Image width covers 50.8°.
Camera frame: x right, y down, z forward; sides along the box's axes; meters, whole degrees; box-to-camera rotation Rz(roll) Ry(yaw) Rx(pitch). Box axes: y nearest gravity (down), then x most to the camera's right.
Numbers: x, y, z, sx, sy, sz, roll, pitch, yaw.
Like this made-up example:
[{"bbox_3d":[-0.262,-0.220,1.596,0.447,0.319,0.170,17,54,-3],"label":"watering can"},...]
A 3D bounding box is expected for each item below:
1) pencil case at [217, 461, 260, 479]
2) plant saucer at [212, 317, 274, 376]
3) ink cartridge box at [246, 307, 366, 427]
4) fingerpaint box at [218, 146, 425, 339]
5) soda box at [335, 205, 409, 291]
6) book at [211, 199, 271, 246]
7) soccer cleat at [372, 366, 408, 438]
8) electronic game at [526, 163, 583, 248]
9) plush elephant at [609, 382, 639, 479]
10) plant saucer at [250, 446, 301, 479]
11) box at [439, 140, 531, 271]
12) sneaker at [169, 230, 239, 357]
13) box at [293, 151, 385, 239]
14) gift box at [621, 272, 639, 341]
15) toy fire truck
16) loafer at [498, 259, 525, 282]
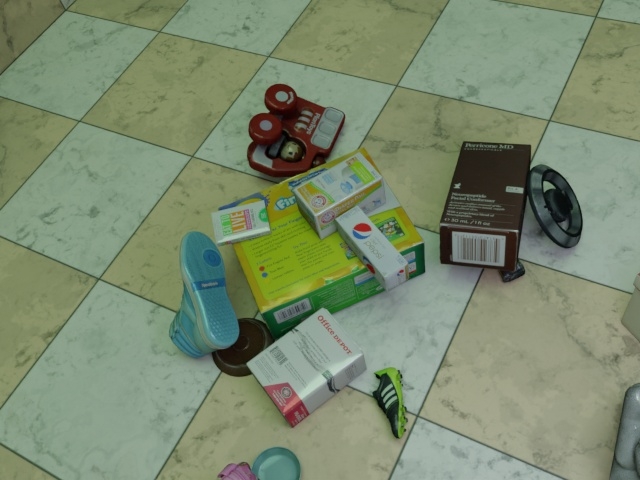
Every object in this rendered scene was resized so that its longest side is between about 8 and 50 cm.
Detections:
[{"bbox_3d":[-0.072,0.621,1.383,0.386,0.160,0.167,27,82,28],"label":"pencil case"},{"bbox_3d":[-0.203,0.269,1.745,0.168,0.029,0.168,-6,54,8],"label":"plant saucer"},{"bbox_3d":[-0.030,0.305,1.639,0.237,0.100,0.172,-35,56,-12],"label":"ink cartridge box"},{"bbox_3d":[0.000,0.000,1.809,0.444,0.163,0.371,-24,55,-6],"label":"fingerpaint box"},{"bbox_3d":[0.124,0.018,1.628,0.069,0.074,0.216,-31,57,-11],"label":"soda box"},{"bbox_3d":[-0.207,-0.043,1.763,0.144,0.035,0.096,-15,59,0],"label":"book"},{"bbox_3d":[0.161,0.381,1.578,0.072,0.060,0.179,-14,47,14],"label":"soccer cleat"},{"bbox_3d":[0.603,-0.089,1.733,0.048,0.229,0.229,-26,42,43],"label":"electronic game"},{"bbox_3d":[0.698,0.451,1.292,0.255,0.272,0.330,11,78,26],"label":"plush elephant"},{"bbox_3d":[-0.101,0.534,1.542,0.119,0.021,0.119,-6,55,8],"label":"plant saucer"},{"bbox_3d":[0.435,-0.100,1.749,0.191,0.143,0.381,5,40,18],"label":"box"},{"bbox_3d":[-0.332,0.152,1.733,0.127,0.208,0.319,3,62,-41],"label":"sneaker"},{"bbox_3d":[0.050,-0.113,1.711,0.203,0.103,0.114,-30,55,-10],"label":"box"},{"bbox_3d":[0.859,0.154,1.466,0.255,0.258,0.276,-33,55,-11],"label":"gift box"},{"bbox_3d":[-0.079,-0.317,2.063,0.254,0.169,0.302,21,61,3],"label":"toy fire truck"},{"bbox_3d":[0.456,0.036,1.754,0.061,0.062,0.170,-31,54,-5],"label":"loafer"}]
